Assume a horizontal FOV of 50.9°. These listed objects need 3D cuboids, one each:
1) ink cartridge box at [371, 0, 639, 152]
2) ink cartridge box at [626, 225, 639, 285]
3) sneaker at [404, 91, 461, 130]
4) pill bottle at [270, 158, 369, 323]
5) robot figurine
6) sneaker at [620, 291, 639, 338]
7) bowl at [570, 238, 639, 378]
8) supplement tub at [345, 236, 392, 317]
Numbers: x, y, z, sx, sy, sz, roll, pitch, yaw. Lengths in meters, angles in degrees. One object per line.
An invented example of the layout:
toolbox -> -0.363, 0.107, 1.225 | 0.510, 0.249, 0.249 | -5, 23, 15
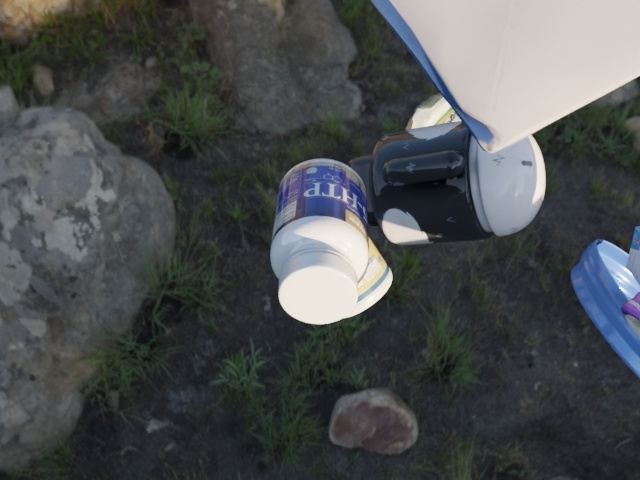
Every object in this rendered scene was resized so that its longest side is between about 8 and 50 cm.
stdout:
ink cartridge box -> 0.221, -0.241, 0.396 | 0.151, 0.270, 0.395 | 54, 44, -8
ink cartridge box -> 0.546, 0.043, 1.074 | 0.052, 0.089, 0.122 | -8, 37, -1
sneaker -> 0.350, -0.241, 1.386 | 0.410, 0.158, 0.182 | -36, 66, -29
pill bottle -> 0.000, 0.000, 0.768 | 0.111, 0.112, 0.187 | 4, 39, -2
robot figurine -> 0.178, -0.085, 0.967 | 0.278, 0.174, 0.209 | -5, 33, 29
sneaker -> 0.450, 0.031, 0.833 | 0.160, 0.102, 0.282 | -12, 90, 0
bowl -> 0.594, 0.167, 1.169 | 0.391, 0.077, 0.391 | 32, 27, -19
supplement tub -> 0.027, 0.028, 1.246 | 0.144, 0.144, 0.200 | -43, 107, -32
